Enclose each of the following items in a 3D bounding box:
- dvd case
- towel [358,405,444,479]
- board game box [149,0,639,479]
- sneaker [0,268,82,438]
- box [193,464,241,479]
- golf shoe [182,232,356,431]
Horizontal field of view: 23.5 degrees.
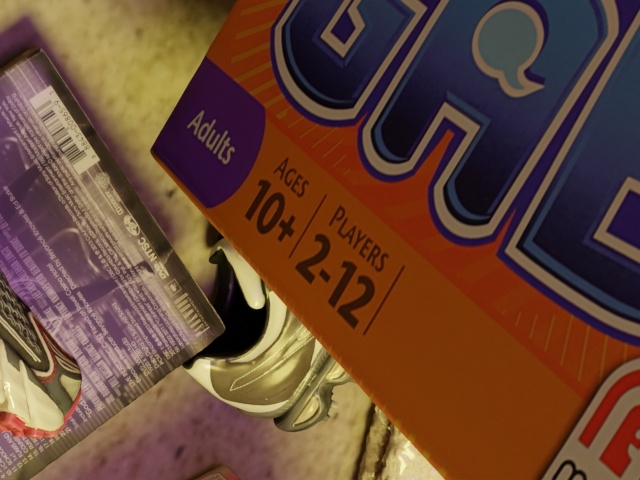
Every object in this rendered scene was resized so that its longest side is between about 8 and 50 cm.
[{"bbox_3d":[-0.172,0.042,0.692,0.221,0.018,0.164,-37,112,-14],"label":"dvd case"},{"bbox_3d":[0.091,0.193,0.931,0.187,0.049,0.282,2,107,-35],"label":"towel"},{"bbox_3d":[0.219,-0.050,0.604,0.356,0.356,0.356,25,101,-36],"label":"board game box"},{"bbox_3d":[-0.179,-0.041,0.600,0.112,0.121,0.299,-46,121,-28],"label":"sneaker"},{"bbox_3d":[-0.120,0.269,0.762,0.300,0.142,0.154,-28,123,-22],"label":"box"},{"bbox_3d":[0.000,0.000,0.775,0.094,0.077,0.198,23,94,-37],"label":"golf shoe"}]
